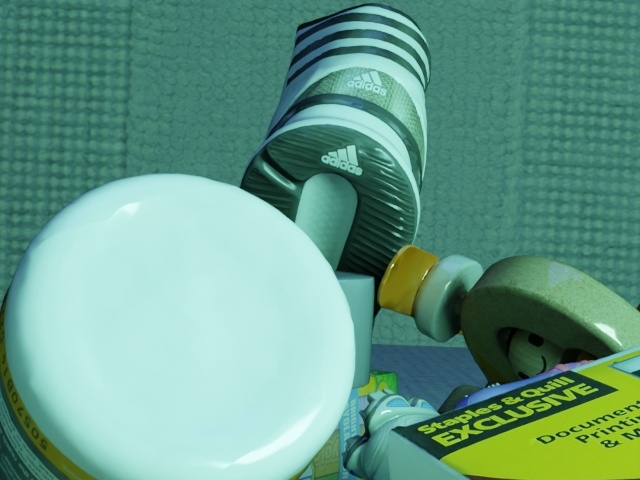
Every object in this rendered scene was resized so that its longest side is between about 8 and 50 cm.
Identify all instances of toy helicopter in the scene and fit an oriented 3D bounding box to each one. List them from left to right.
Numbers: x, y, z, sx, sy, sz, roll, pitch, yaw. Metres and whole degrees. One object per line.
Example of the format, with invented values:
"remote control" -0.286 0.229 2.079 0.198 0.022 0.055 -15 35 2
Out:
"toy helicopter" 0.137 0.098 1.277 0.235 0.140 0.355 33 -21 3

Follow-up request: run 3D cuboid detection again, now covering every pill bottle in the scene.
"pill bottle" -0.098 0.099 0.893 0.162 0.162 0.278 2 -29 -20

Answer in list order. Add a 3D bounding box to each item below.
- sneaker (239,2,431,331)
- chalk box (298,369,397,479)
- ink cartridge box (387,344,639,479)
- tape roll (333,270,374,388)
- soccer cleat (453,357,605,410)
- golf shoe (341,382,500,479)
"sneaker" 0.001 0.000 1.433 0.169 0.257 0.447 22 -44 -2
"chalk box" -0.028 0.153 1.267 0.132 0.132 0.213 2 2 27
"ink cartridge box" 0.197 0.114 0.785 0.309 0.130 0.272 -16 22 -26
"tape roll" -0.074 0.053 1.175 0.219 0.072 0.219 3 2 0
"soccer cleat" 0.170 0.093 0.983 0.248 0.095 0.083 12 -13 -33
"golf shoe" 0.095 0.130 1.030 0.176 0.069 0.086 0 27 -45
